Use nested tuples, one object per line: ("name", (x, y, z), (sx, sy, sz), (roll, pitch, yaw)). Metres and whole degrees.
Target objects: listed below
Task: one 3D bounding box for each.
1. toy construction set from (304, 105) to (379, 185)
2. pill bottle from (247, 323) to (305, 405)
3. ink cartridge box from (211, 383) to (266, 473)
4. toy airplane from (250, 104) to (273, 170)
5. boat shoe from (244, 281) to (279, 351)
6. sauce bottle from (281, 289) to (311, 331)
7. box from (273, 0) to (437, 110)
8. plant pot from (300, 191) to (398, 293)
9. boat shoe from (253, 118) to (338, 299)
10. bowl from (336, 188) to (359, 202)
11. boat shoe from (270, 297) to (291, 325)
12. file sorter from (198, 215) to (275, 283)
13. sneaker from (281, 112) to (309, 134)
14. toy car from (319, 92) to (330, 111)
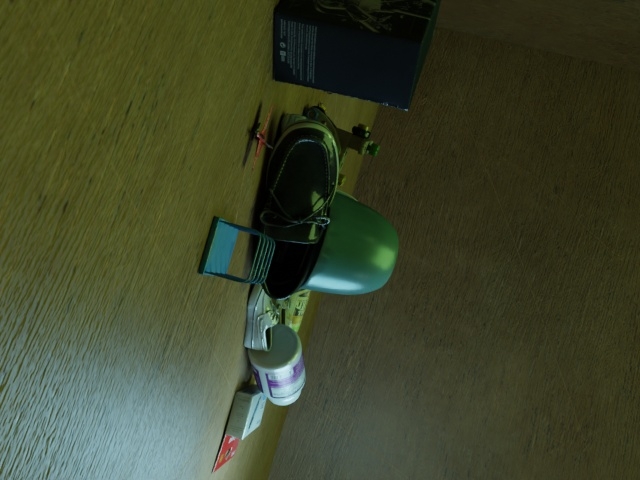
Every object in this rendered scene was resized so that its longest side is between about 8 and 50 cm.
("toy construction set", (0.049, -0.244, 1.831), (0.309, 0.237, 0.257), (77, 29, -76))
("pill bottle", (-0.135, 0.415, 1.958), (0.301, 0.169, 0.169), (86, 19, -50))
("ink cartridge box", (-0.258, 0.625, 2.003), (0.296, 0.066, 0.261), (58, 47, -80))
("toy airplane", (-0.130, -0.225, 1.323), (0.151, 0.028, 0.151), (17, 90, -83))
("boat shoe", (-0.165, 0.221, 1.760), (0.096, 0.088, 0.267), (-62, 166, -60))
("sauce bottle", (-0.090, 0.178, 2.079), (0.111, 0.111, 0.344), (-53, 162, -71))
("box", (0.095, -0.492, 1.356), (0.179, 0.313, 0.343), (97, 11, -50))
("plant pot", (0.079, 0.023, 1.712), (0.293, 0.235, 0.293), (-164, -90, -74))
("boat shoe", (-0.064, -0.061, 1.525), (0.156, 0.187, 0.500), (-101, -156, -57))
("bowl", (0.000, 0.000, 1.932), (0.163, 0.312, 0.311), (144, -34, -67))
("boat shoe", (-0.135, 0.228, 2.001), (0.104, 0.089, 0.285), (-61, 164, -62))
("file sorter", (-0.169, 0.029, 1.263), (0.170, 0.105, 0.118), (42, 64, -83))
("sneaker", (-0.075, -0.210, 1.559), (0.085, 0.086, 0.237), (-65, 169, -62))
("toy car", (0.033, -0.480, 1.955), (0.040, 0.060, 0.122), (47, 45, -44))
